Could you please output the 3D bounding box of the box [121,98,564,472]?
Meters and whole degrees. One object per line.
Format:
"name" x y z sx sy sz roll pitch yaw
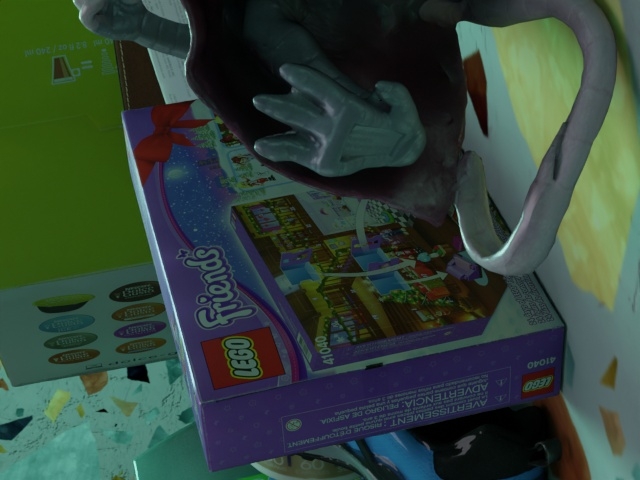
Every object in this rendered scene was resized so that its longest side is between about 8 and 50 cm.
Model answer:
"box" 0.000 0.000 0.888 0.293 0.201 0.057 -112 14 -51

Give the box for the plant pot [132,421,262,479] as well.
"plant pot" -0.051 0.250 1.386 0.165 0.234 0.165 89 166 -51

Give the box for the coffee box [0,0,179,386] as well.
"coffee box" -0.176 -0.082 1.417 0.334 0.338 0.338 107 151 -69

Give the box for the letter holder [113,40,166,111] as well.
"letter holder" -0.036 -0.226 1.087 0.302 0.214 0.152 87 -161 -44

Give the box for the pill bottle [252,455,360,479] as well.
"pill bottle" -0.007 0.054 1.138 0.153 0.153 0.264 -111 13 -47

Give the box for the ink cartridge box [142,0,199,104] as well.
"ink cartridge box" -0.035 -0.143 1.035 0.045 0.179 0.145 -74 -24 -47

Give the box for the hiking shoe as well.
"hiking shoe" 0.030 0.086 0.936 0.304 0.113 0.132 34 129 30

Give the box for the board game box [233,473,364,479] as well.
"board game box" 0.009 0.256 1.103 0.317 0.213 0.046 -128 29 -69

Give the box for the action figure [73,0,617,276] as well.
"action figure" 0.028 -0.173 0.772 0.370 0.276 0.248 -71 6 -74
